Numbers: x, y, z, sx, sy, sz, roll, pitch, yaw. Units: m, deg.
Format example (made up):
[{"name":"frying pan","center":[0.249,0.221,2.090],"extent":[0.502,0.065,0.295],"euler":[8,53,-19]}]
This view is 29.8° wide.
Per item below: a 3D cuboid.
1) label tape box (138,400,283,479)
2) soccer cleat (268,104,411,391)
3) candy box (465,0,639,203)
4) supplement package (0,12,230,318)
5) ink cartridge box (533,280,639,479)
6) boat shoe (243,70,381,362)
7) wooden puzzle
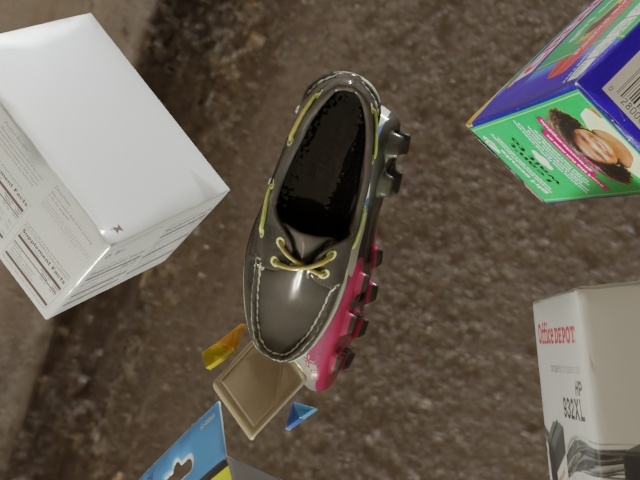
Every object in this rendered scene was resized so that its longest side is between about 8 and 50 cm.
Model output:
[{"name":"label tape box","center":[-0.099,0.397,1.400],"extent":[0.249,0.115,0.348],"euler":[-46,47,42]},{"name":"soccer cleat","center":[0.000,0.000,1.364],"extent":[0.143,0.116,0.331],"euler":[15,96,13]},{"name":"candy box","center":[0.287,-0.162,1.000],"extent":[0.268,0.122,0.317],"euler":[-45,3,-6]},{"name":"supplement package","center":[-0.269,-0.087,1.292],"extent":[0.262,0.204,0.145],"euler":[52,127,6]},{"name":"ink cartridge box","center":[0.263,0.188,0.974],"extent":[0.223,0.129,0.308],"euler":[73,-168,-84]},{"name":"boat shoe","center":[-0.010,-0.013,0.888],"extent":[0.069,0.081,0.228],"euler":[-75,-1,-81]},{"name":"wooden puzzle","center":[-0.049,0.114,0.972],"extent":[0.078,0.014,0.116],"euler":[-45,51,14]}]
